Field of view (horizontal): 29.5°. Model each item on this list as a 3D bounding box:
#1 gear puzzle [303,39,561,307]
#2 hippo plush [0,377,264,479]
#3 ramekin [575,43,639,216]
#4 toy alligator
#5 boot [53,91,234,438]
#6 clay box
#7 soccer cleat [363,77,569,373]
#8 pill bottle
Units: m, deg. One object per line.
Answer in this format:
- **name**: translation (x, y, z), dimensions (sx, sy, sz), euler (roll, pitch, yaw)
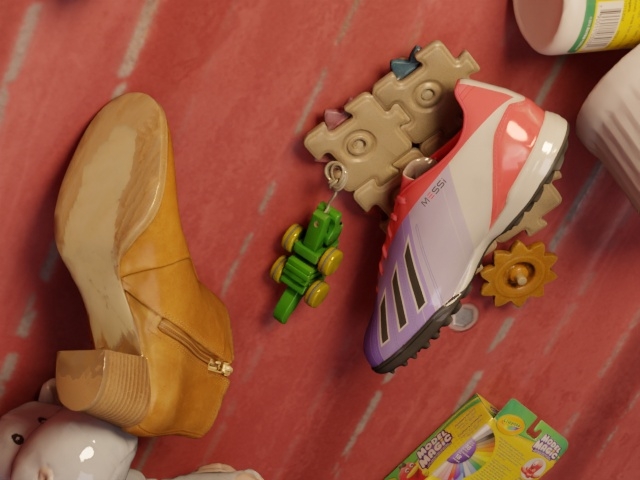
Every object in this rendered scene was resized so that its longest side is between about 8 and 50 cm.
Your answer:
- **gear puzzle**: translation (0.141, -0.050, 1.207), dimensions (0.175, 0.044, 0.339), euler (-36, 125, 13)
- **hippo plush**: translation (-0.202, 0.239, 1.193), dimensions (0.234, 0.294, 0.237), euler (-39, 106, -32)
- **ramekin**: translation (0.390, -0.115, 1.119), dimensions (0.277, 0.135, 0.277), euler (-22, 159, -9)
- **toy alligator**: translation (0.000, 0.000, 1.182), dimensions (0.051, 0.056, 0.190), euler (-28, 146, -54)
- **boot**: translation (-0.147, 0.032, 1.120), dimensions (0.211, 0.104, 0.295), euler (25, 70, -63)
- **clay box**: translation (0.168, 0.271, 1.409), dimensions (0.222, 0.053, 0.127), euler (-45, 124, 9)
- **soccer cleat**: translation (0.107, -0.009, 1.150), dimensions (0.116, 0.109, 0.318), euler (30, 120, -3)
- **pill bottle**: translation (0.290, -0.233, 1.100), dimensions (0.208, 0.117, 0.118), euler (-7, 122, -15)
